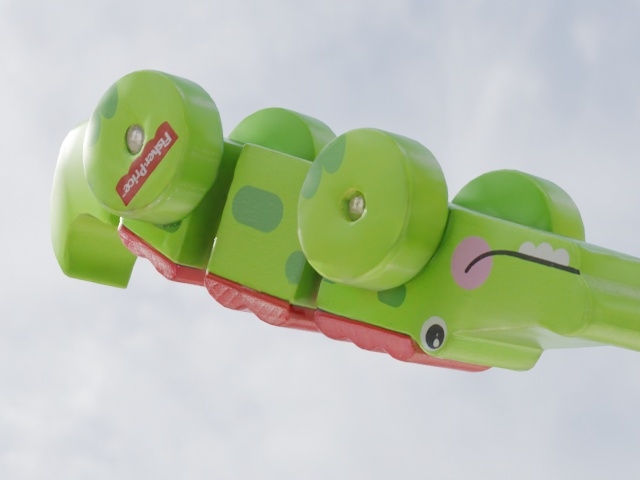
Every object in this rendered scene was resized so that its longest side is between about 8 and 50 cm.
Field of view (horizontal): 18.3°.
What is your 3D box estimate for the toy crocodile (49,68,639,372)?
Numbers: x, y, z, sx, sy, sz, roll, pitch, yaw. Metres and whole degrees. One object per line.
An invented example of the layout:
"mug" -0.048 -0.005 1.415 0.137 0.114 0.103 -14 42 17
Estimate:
"toy crocodile" 0.000 0.000 0.859 0.340 0.105 0.115 17 3 40
